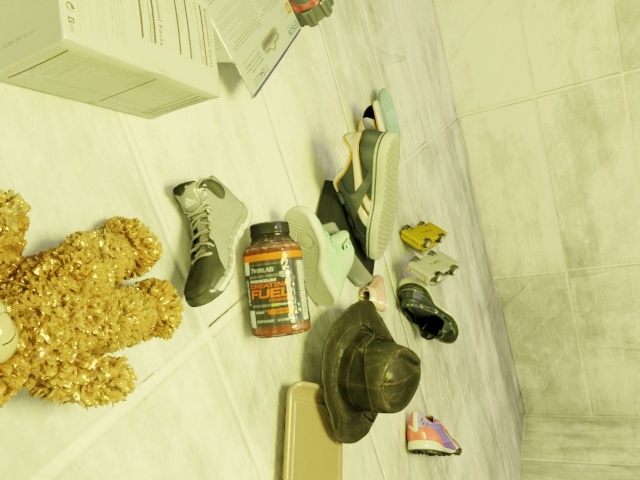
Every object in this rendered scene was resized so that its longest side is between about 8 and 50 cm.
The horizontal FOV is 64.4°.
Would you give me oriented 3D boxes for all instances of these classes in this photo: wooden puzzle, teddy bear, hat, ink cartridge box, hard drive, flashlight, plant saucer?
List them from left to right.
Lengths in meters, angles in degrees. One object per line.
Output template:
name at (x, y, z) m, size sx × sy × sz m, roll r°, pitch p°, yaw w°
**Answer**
teddy bear at (-0.269, 0.067, 0.532) m, size 0.338 × 0.113 × 0.244 m, roll 11°, pitch 70°, yaw -61°
ink cartridge box at (-0.170, -0.473, 0.934) m, size 0.330 × 0.072 × 0.324 m, roll 63°, pitch 31°, yaw -35°
flashlight at (-0.078, -0.622, 1.118) m, size 0.304 × 0.103 × 0.103 m, roll 48°, pitch 44°, yaw -47°
wooden puzzle at (-0.015, 0.403, 0.984) m, size 0.221 × 0.044 × 0.238 m, roll 34°, pitch 57°, yaw -55°
hard drive at (0.073, -0.016, 1.259) m, size 0.254 × 0.054 × 0.171 m, roll 53°, pitch 39°, yaw -42°
hat at (0.135, 0.277, 1.084) m, size 0.331 × 0.134 × 0.330 m, roll 10°, pitch 78°, yaw -59°
plant saucer at (0.212, -0.394, 1.650) m, size 0.195 × 0.038 × 0.194 m, roll -12°, pitch 90°, yaw -67°

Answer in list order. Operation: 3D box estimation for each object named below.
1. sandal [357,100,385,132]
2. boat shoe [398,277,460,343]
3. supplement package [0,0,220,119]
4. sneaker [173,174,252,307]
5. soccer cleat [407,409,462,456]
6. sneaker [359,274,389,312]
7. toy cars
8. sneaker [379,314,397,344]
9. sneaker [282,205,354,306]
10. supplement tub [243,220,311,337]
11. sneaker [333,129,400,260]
sandal at (0.149, -0.316, 1.487) m, size 0.265 × 0.076 × 0.101 m, roll 49°, pitch 31°, yaw -78°
boat shoe at (0.345, 0.257, 1.611) m, size 0.340 × 0.127 × 0.113 m, roll 54°, pitch 39°, yaw -38°
supplement package at (-0.257, -0.250, 0.623) m, size 0.244 × 0.139 × 0.133 m, roll -3°, pitch 85°, yaw -63°
sneaker at (-0.185, -0.016, 0.761) m, size 0.132 × 0.086 × 0.228 m, roll 55°, pitch 27°, yaw -32°
soccer cleat at (0.350, 0.592, 1.544) m, size 0.318 × 0.109 × 0.116 m, roll 35°, pitch 47°, yaw -51°
sneaker at (0.136, 0.128, 1.337) m, size 0.070 × 0.051 × 0.134 m, roll 23°, pitch 29°, yaw -19°
toy cars at (0.337, 0.049, 1.623) m, size 0.393 × 0.177 × 0.087 m, roll -84°, pitch -170°, yaw -62°
sneaker at (0.155, 0.237, 1.303) m, size 0.234 × 0.084 × 0.097 m, roll 53°, pitch 37°, yaw -41°
sneaker at (0.000, 0.000, 1.071) m, size 0.151 × 0.094 × 0.255 m, roll -62°, pitch 145°, yaw -41°
supplement tub at (-0.079, 0.067, 0.894) m, size 0.106 × 0.106 × 0.197 m, roll -1°, pitch 82°, yaw -62°
sneaker at (0.107, -0.108, 1.184) m, size 0.126 × 0.128 × 0.320 m, roll -44°, pitch 142°, yaw -49°
